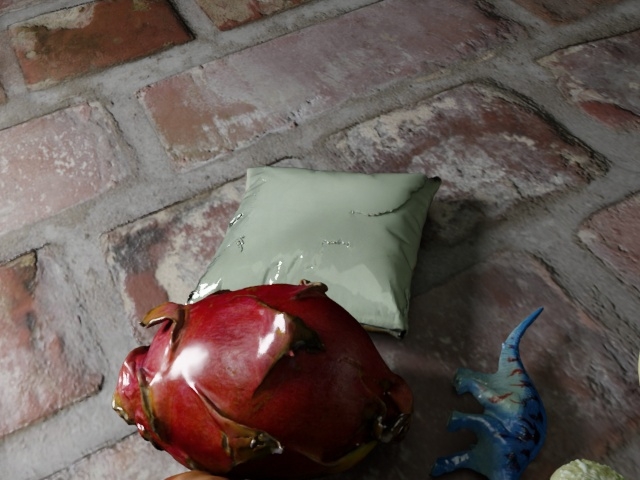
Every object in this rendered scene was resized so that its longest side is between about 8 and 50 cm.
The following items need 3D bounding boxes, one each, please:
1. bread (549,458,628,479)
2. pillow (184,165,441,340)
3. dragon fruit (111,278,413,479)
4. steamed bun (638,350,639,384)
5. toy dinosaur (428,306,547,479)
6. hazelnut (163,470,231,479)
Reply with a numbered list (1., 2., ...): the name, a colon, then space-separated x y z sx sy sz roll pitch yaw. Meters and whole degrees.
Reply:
1. bread: 0.315 0.302 0.646 0.286 0.056 0.207 29 35 16
2. pillow: 0.000 0.000 0.978 0.310 0.119 0.312 4 47 15
3. dragon fruit: -0.057 0.155 0.758 0.315 0.250 0.250 6 47 23
4. steamed bun: 0.479 0.169 0.671 0.309 0.309 0.309 -4 46 4
5. toy dinosaur: 0.201 0.205 0.788 0.144 0.076 0.329 6 49 3
6. hazelnut: -0.119 0.326 0.598 0.261 0.241 0.261 -7 41 7
